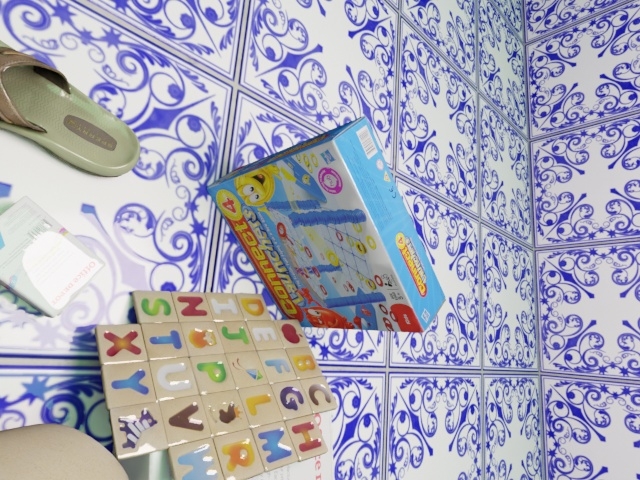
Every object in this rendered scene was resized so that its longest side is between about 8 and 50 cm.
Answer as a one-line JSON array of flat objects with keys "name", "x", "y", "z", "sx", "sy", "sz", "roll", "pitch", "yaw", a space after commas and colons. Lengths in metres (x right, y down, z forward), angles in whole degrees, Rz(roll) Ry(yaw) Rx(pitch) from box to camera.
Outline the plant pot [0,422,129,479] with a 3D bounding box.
[{"name": "plant pot", "x": -0.292, "y": 0.292, "z": 0.397, "sx": 0.284, "sy": 0.284, "sz": 0.191, "roll": 64, "pitch": 26, "yaw": -16}]

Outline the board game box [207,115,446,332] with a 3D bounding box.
[{"name": "board game box", "x": 0.000, "y": 0.000, "z": 0.692, "sx": 0.086, "sy": 0.301, "sz": 0.308, "roll": -43, "pitch": 113, "yaw": -40}]

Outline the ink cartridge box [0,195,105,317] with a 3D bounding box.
[{"name": "ink cartridge box", "x": -0.343, "y": 0.023, "z": 0.519, "sx": 0.122, "sy": 0.052, "sz": 0.089, "roll": 50, "pitch": 52, "yaw": -26}]

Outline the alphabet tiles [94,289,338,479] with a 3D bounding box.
[{"name": "alphabet tiles", "x": -0.130, "y": 0.189, "z": 0.617, "sx": 0.342, "sy": 0.011, "sz": 0.285, "roll": 9, "pitch": 41, "yaw": -44}]

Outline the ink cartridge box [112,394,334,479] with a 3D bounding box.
[{"name": "ink cartridge box", "x": -0.129, "y": 0.358, "z": 0.624, "sx": 0.306, "sy": 0.131, "sz": 0.226, "roll": 8, "pitch": 77, "yaw": -46}]

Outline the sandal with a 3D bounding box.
[{"name": "sandal", "x": -0.354, "y": -0.180, "z": 0.516, "sx": 0.302, "sy": 0.086, "sz": 0.120, "roll": 24, "pitch": 67, "yaw": -41}]
